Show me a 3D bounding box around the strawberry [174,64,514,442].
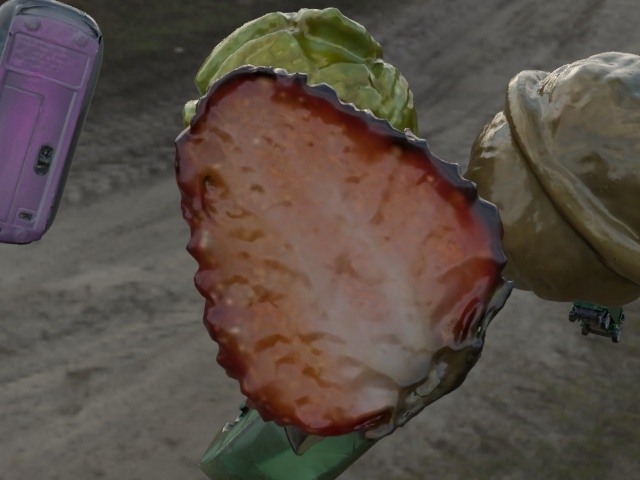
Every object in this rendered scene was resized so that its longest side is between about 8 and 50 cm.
[{"bbox_3d":[0.000,0.000,0.702,0.190,0.236,0.111,-36,11,-4],"label":"strawberry"}]

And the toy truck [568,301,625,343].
[{"bbox_3d":[0.436,0.107,1.783,0.065,0.079,0.147,13,-14,28],"label":"toy truck"}]

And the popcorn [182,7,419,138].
[{"bbox_3d":[-0.011,-0.125,1.264,0.276,0.225,0.276,37,-1,1],"label":"popcorn"}]

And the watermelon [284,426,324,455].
[{"bbox_3d":[0.008,0.085,0.869,0.145,0.137,0.193,-32,28,8],"label":"watermelon"}]

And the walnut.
[{"bbox_3d":[0.294,-0.064,1.243,0.285,0.296,0.285,37,29,-25],"label":"walnut"}]

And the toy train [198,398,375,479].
[{"bbox_3d":[-0.003,0.197,1.271,0.129,0.326,0.159,46,17,-2],"label":"toy train"}]

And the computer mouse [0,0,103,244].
[{"bbox_3d":[-0.373,-0.149,1.426,0.158,0.310,0.072,15,6,-30],"label":"computer mouse"}]
